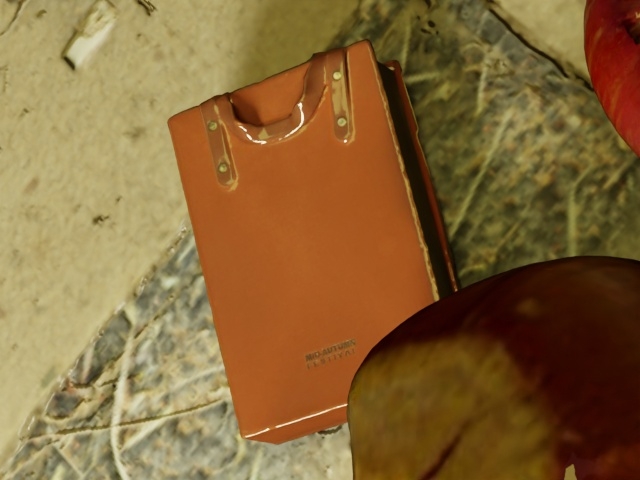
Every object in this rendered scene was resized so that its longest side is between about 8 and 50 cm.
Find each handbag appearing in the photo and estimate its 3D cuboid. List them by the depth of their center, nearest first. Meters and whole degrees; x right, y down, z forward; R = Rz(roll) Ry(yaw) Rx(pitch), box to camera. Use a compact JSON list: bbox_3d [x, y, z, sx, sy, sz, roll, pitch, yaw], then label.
[{"bbox_3d":[0.000,0.000,1.056,0.127,0.063,0.190,-19,72,20],"label":"handbag"}]

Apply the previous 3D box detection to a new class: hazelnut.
[{"bbox_3d":[0.127,0.098,0.908,0.181,0.181,0.212,-56,43,16],"label":"hazelnut"}]

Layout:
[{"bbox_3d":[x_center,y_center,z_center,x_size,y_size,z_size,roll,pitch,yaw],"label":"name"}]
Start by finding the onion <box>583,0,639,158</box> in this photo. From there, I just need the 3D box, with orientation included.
[{"bbox_3d":[0.233,-0.078,0.923,0.230,0.163,0.230,-1,52,2],"label":"onion"}]
